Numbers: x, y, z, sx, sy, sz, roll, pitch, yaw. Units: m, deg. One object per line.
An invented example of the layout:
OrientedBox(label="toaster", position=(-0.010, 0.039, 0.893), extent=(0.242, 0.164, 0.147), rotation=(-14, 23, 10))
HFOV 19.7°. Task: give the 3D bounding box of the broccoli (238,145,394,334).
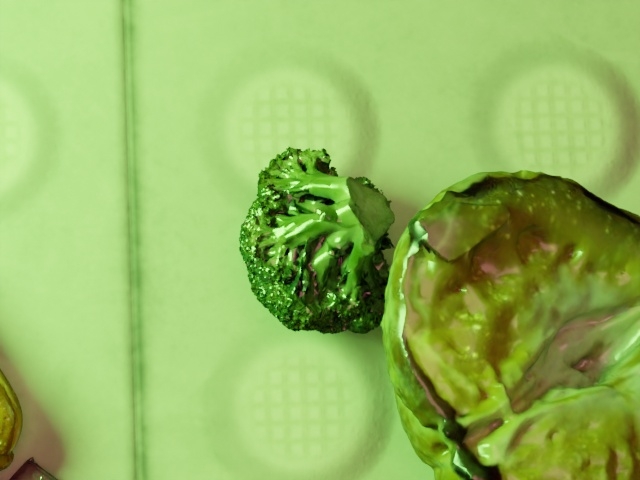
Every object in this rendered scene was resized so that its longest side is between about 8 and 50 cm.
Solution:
OrientedBox(label="broccoli", position=(0.000, 0.000, 1.530), extent=(0.146, 0.138, 0.162), rotation=(4, 61, -39))

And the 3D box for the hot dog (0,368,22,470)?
OrientedBox(label="hot dog", position=(-0.331, 0.085, 1.501), extent=(0.100, 0.068, 0.249), rotation=(-35, 82, 3))

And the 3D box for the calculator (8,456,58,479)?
OrientedBox(label="calculator", position=(-0.206, 0.278, 1.483), extent=(0.190, 0.034, 0.126), rotation=(35, 75, 18))

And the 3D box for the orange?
OrientedBox(label="orange", position=(0.197, 0.123, 1.488), extent=(0.271, 0.210, 0.369), rotation=(-31, 82, -14))
